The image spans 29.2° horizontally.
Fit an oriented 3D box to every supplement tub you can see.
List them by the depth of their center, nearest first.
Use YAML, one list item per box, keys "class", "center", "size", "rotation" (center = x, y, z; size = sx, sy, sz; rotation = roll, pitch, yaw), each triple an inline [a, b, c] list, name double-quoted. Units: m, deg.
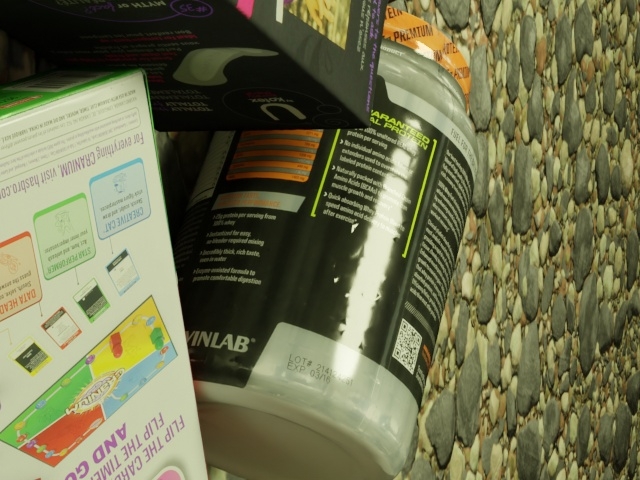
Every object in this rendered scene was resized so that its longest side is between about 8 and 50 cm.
- class: "supplement tub"
  center: [0.000, 0.000, 0.858]
  size: [0.193, 0.194, 0.316]
  rotation: [57, 44, -51]

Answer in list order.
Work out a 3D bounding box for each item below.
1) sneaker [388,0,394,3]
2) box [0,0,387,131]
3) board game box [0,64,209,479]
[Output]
- class: "sneaker"
  center: [0.039, -0.348, 1.000]
  size: [0.147, 0.145, 0.384]
  rotation: [44, 45, -43]
- class: "box"
  center: [-0.083, -0.171, 0.695]
  size: [0.270, 0.165, 0.143]
  rotation: [33, 62, -62]
- class: "board game box"
  center: [-0.166, 0.090, 0.632]
  size: [0.242, 0.064, 0.316]
  rotation: [-31, 121, -51]
